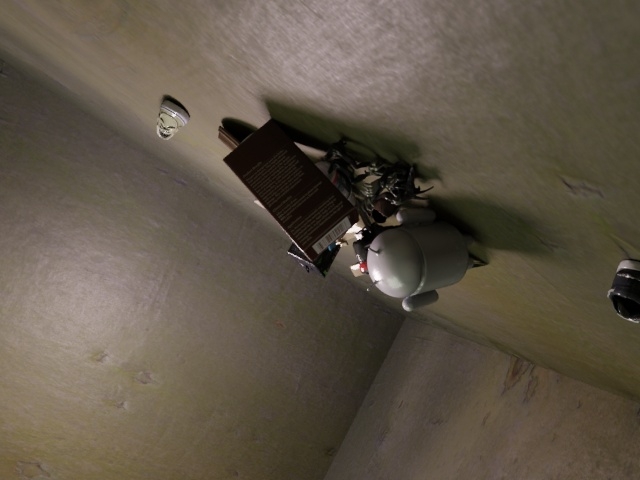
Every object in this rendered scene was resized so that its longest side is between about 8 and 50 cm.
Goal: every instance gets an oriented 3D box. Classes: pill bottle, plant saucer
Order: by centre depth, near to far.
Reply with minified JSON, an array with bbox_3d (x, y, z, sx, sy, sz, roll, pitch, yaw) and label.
[{"bbox_3d":[0.038,-0.163,1.563,0.108,0.107,0.180,22,168,38],"label":"pill bottle"},{"bbox_3d":[-0.259,-0.295,1.721,0.278,0.041,0.278,42,180,0],"label":"plant saucer"}]

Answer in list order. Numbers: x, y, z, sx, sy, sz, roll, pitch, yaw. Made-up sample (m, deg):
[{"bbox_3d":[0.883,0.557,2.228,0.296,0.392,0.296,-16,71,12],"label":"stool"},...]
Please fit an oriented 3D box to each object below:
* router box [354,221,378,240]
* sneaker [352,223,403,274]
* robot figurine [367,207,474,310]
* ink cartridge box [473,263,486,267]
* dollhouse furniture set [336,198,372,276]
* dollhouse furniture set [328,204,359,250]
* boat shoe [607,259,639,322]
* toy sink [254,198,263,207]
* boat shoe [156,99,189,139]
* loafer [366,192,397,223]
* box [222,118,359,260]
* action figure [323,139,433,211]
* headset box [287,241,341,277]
[{"bbox_3d":[0.183,0.007,1.666,0.122,0.038,0.092,57,140,-1],"label":"router box"},{"bbox_3d":[0.209,-0.009,1.570,0.135,0.276,0.098,59,150,-2],"label":"sneaker"},{"bbox_3d":[0.284,0.052,1.426,0.354,0.299,0.200,-11,-173,-28],"label":"robot figurine"},{"bbox_3d":[0.423,0.077,1.676,0.235,0.056,0.171,-13,-174,-20],"label":"ink cartridge box"},{"bbox_3d":[0.190,-0.062,1.801,0.286,0.198,0.303,-22,100,50],"label":"dollhouse furniture set"},{"bbox_3d":[0.055,-0.050,1.717,0.129,0.129,0.183,30,158,29],"label":"dollhouse furniture set"},{"bbox_3d":[0.745,0.145,1.172,0.114,0.091,0.302,20,167,44],"label":"boat shoe"},{"bbox_3d":[-0.129,-0.174,1.932,0.153,0.131,0.234,34,165,-27],"label":"toy sink"},{"bbox_3d":[-0.572,-0.449,1.871,0.109,0.094,0.302,31,170,-14],"label":"boat shoe"},{"bbox_3d":[0.186,-0.095,1.576,0.080,0.078,0.220,29,170,-2],"label":"loafer"},{"bbox_3d":[-0.085,-0.144,1.406,0.381,0.191,0.143,49,178,17],"label":"box"},{"bbox_3d":[0.141,-0.147,1.260,0.276,0.140,0.164,28,159,15],"label":"action figure"},{"bbox_3d":[0.000,0.000,2.009,0.131,0.283,0.246,27,170,15],"label":"headset box"}]
